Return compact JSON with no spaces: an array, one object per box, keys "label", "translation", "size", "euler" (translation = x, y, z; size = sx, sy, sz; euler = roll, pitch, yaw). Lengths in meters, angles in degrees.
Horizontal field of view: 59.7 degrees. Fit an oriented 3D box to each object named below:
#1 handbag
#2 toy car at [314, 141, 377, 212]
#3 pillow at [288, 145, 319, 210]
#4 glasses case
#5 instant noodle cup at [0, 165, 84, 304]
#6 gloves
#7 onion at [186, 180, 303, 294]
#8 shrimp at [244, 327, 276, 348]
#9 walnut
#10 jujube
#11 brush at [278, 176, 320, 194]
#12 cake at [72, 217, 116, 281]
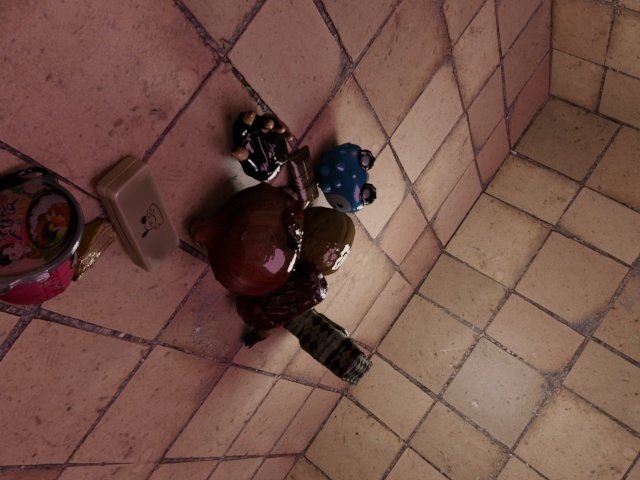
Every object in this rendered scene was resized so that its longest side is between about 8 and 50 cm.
[{"label":"handbag","translation":[0.022,0.419,2.376],"size":[0.180,0.416,0.317],"euler":[-50,155,-4]},{"label":"toy car","translation":[0.077,-0.223,1.997],"size":[0.190,0.188,0.255],"euler":[-8,99,-35]},{"label":"pillow","translation":[-0.054,-0.215,1.927],"size":[0.113,0.038,0.203],"euler":[-44,133,-38]},{"label":"glasses case","translation":[-0.462,-0.060,1.437],"size":[0.131,0.070,0.313],"euler":[-53,154,-33]},{"label":"instant noodle cup","translation":[-0.613,0.019,1.149],"size":[0.182,0.258,0.303],"euler":[108,0,-54]},{"label":"gloves","translation":[-0.176,-0.278,1.591],"size":[0.197,0.152,0.301],"euler":[-54,178,-18]},{"label":"onion","translation":[-0.194,-0.005,1.687],"size":[0.353,0.353,0.354],"euler":[-38,147,-31]},{"label":"shrimp","translation":[-0.208,0.316,2.219],"size":[0.290,0.054,0.222],"euler":[-44,-165,36]},{"label":"walnut","translation":[0.000,0.000,2.094],"size":[0.282,0.227,0.283],"euler":[-4,99,-30]},{"label":"jujube","translation":[-0.133,0.189,1.987],"size":[0.342,0.216,0.216],"euler":[-24,163,25]},{"label":"brush","translation":[-0.060,-0.200,1.996],"size":[0.299,0.042,0.039],"euler":[-29,124,-48]},{"label":"cake","translation":[-0.561,0.019,1.350],"size":[0.184,0.116,0.080],"euler":[-23,136,-39]}]
